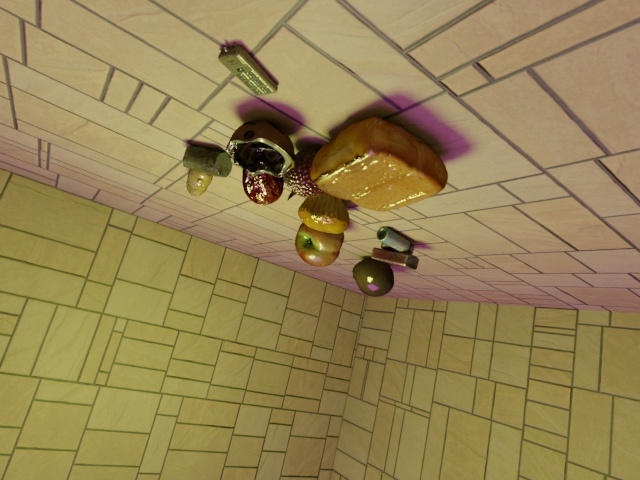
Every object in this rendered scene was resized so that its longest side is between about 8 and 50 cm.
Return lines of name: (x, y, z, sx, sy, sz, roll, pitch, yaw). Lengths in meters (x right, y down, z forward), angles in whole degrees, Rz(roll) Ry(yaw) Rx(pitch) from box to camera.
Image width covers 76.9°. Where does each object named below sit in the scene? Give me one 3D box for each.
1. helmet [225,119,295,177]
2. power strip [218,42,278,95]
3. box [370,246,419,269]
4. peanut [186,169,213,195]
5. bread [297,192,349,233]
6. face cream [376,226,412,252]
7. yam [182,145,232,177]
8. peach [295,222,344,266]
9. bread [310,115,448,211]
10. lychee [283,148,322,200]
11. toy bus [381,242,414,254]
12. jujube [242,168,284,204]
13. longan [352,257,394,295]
helmet: (-0.174, -0.295, 1.239, 0.224, 0.130, 0.198, -2, 157, 29)
power strip: (-0.179, -0.414, 0.988, 0.076, 0.028, 0.168, 5, 164, 35)
box: (0.381, 0.092, 2.079, 0.120, 0.069, 0.223, 20, 174, -43)
peanut: (-0.531, -0.262, 1.753, 0.101, 0.117, 0.263, 40, 161, -15)
bread: (0.018, -0.114, 1.739, 0.239, 0.139, 0.240, 13, 166, 3)
face cream: (0.375, 0.004, 1.993, 0.229, 0.075, 0.075, 24, 163, -37)
yam: (-0.437, -0.303, 1.528, 0.182, 0.107, 0.107, 13, 166, 8)
peach: (0.000, 0.000, 1.987, 0.252, 0.253, 0.252, 13, 166, 3)
bread: (0.173, -0.216, 1.189, 0.327, 0.148, 0.336, 17, 161, -27)
lychee: (-0.047, -0.213, 1.338, 0.165, 0.198, 0.165, 29, -156, -14)
toy bus: (0.406, 0.033, 2.117, 0.171, 0.058, 0.072, 13, 159, -1)
jujube: (-0.209, -0.234, 1.466, 0.167, 0.168, 0.237, 13, 149, 3)
longan: (0.337, 0.235, 2.592, 0.299, 0.243, 0.300, 27, 156, 13)
